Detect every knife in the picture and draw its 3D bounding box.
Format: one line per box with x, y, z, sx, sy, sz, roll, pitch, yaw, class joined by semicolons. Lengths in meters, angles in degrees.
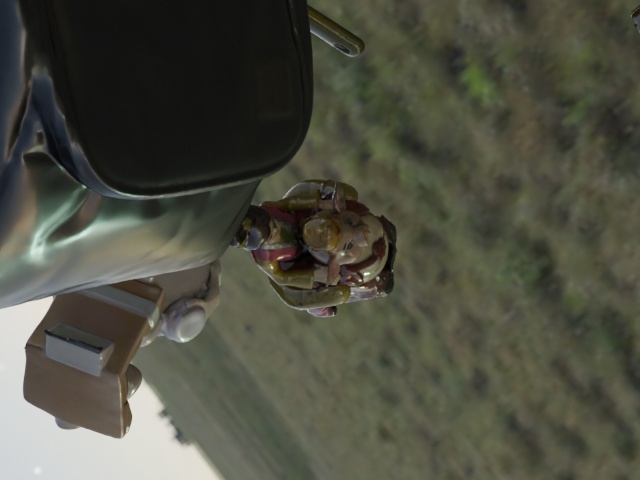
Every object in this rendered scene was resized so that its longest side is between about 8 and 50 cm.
-0.103;-0.266;1.485;0.343;0.027;0.061;30;162;-23;knife

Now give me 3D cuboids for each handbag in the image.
-0.122;-0.090;0.926;0.178;0.275;0.302;45;-151;22;handbag

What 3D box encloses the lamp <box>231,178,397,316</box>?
0.000;0.000;1.311;0.118;0.118;0.253;51;-177;16;lamp

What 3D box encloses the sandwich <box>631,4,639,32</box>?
0.194;-0.105;0.612;0.074;0.074;0.116;42;164;-6;sandwich

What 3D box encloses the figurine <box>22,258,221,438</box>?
-0.180;0.059;1.415;0.163;0.236;0.141;14;140;12;figurine
